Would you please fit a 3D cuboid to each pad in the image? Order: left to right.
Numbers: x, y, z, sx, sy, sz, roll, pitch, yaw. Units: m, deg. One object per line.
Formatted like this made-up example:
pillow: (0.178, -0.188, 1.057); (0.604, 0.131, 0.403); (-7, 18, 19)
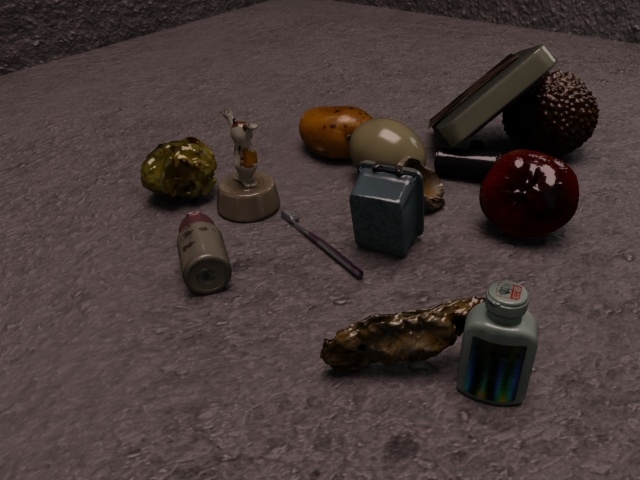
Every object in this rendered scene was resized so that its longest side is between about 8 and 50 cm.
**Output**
pad: (0.470, -0.471, 1.837); (0.330, 0.004, 0.220); (-38, 7, 20)

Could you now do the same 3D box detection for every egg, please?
egg: (0.193, -0.254, 1.689); (0.242, 0.186, 0.186); (31, 45, 25)

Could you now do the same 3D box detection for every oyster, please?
oyster: (0.164, 0.169, 1.066); (0.345, 0.128, 0.078); (-18, 40, 5)

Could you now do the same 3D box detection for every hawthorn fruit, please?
hawthorn fruit: (0.534, -0.129, 1.476); (0.230, 0.210, 0.266); (13, 25, 27)

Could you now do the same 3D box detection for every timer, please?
timer: (-0.203, -0.204, 1.560); (0.175, 0.266, 0.175); (-1, 34, 1)

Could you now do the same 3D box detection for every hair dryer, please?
hair dryer: (0.462, -0.255, 1.787); (0.197, 0.089, 0.251); (7, 26, 17)

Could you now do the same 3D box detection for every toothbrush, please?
toothbrush: (0.000, 0.000, 1.464); (0.029, 0.024, 0.354); (-14, 34, -31)

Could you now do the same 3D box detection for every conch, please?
conch: (0.247, -0.142, 1.562); (0.207, 0.155, 0.130); (12, 9, -11)

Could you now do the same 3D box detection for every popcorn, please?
popcorn: (-0.395, -0.194, 1.648); (0.218, 0.169, 0.189); (-27, 34, -17)

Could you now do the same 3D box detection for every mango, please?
mango: (0.038, -0.351, 1.873); (0.191, 0.159, 0.290); (-36, 42, -28)

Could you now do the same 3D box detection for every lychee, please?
lychee: (0.713, -0.381, 1.810); (0.268, 0.267, 0.267); (-1, 34, 1)

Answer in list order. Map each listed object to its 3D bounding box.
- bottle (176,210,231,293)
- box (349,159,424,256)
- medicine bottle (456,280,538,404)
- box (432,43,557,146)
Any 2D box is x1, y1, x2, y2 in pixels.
bottle: (-0.280, 0.018, 1.378); (0.110, 0.110, 0.233); (-11, 34, -13)
box: (0.158, -0.074, 1.399); (0.162, 0.227, 0.130); (14, 52, 21)
medicine bottle: (0.305, 0.176, 1.002); (0.121, 0.228, 0.083); (9, 37, 17)
box: (0.510, -0.434, 1.787); (0.373, 0.090, 0.367); (-40, 7, 14)
